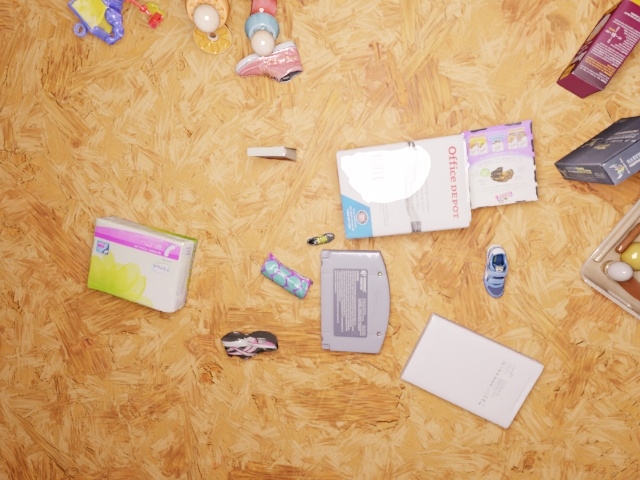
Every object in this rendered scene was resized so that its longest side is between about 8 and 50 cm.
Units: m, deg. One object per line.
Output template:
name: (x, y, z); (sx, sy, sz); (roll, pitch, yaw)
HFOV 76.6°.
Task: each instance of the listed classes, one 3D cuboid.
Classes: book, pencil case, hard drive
book: (-0.125, -0.230, 1.075); (0.096, 0.144, 0.035); (1, 99, 9)
pencil case: (-0.098, 0.103, 1.165); (0.151, 0.064, 0.070); (31, 118, 3)
hard drive: (0.415, 0.362, 1.132); (0.318, 0.040, 0.210); (25, 102, 5)

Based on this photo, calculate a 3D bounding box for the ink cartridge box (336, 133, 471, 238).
ink cartridge box: (0.210, -0.135, 1.042); (0.307, 0.129, 0.223); (-5, 98, 10)

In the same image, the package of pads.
package of pads: (-0.536, 0.073, 1.214); (0.296, 0.101, 0.229); (15, 101, 7)

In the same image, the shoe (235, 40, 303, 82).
shoe: (-0.136, -0.457, 1.082); (0.177, 0.063, 0.081); (-19, 90, 8)

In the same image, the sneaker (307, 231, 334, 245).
sneaker: (0.000, 0.000, 1.146); (0.083, 0.035, 0.031); (-16, 97, 12)

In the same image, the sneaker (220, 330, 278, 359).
sneaker: (-0.208, 0.321, 1.225); (0.178, 0.072, 0.077); (1, 111, 17)

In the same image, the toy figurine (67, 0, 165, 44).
toy figurine: (-0.623, -0.657, 1.076); (0.217, 0.191, 0.362); (-41, 89, 18)

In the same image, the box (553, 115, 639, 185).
box: (0.662, -0.204, 0.902); (0.183, 0.233, 0.059); (-37, 94, 14)

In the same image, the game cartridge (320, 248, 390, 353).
game cartridge: (0.099, 0.171, 1.150); (0.196, 0.060, 0.294); (2, 99, 13)

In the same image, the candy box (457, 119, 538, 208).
candy box: (0.446, -0.187, 1.024); (0.164, 0.070, 0.196); (-7, 97, 10)

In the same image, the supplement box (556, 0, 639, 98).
supplement box: (0.652, -0.438, 0.932); (0.080, 0.104, 0.188); (33, 103, 4)

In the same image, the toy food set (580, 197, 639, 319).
toy food set: (0.829, 0.038, 0.985); (0.219, 0.092, 0.306); (35, 103, 3)

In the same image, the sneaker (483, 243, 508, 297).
sneaker: (0.464, 0.084, 1.070); (0.053, 0.059, 0.144); (-4, 99, 8)

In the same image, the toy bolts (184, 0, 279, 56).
toy bolts: (-0.220, -0.519, 1.015); (0.228, 0.218, 0.159); (2, 61, -17)
